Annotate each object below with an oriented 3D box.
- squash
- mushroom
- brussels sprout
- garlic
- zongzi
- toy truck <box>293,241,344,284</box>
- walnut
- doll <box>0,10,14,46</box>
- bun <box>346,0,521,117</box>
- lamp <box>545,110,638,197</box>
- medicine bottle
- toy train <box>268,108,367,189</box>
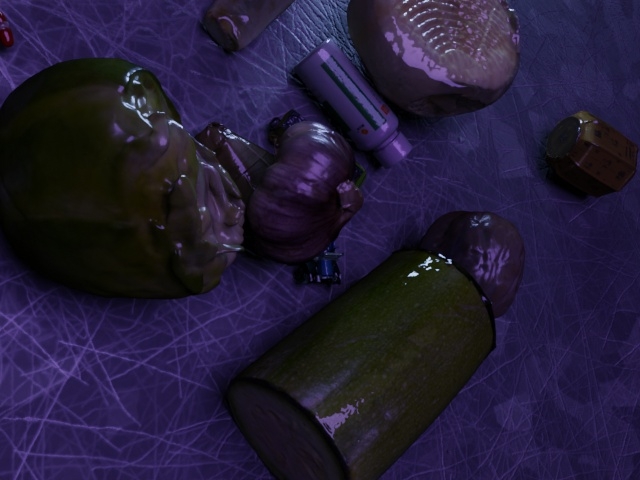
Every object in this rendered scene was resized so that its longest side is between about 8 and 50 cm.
[{"bbox_3d":[0.079,0.211,1.277,0.384,0.263,0.263,-37,97,-34],"label":"squash"},{"bbox_3d":[-0.094,-0.464,1.461,0.100,0.081,0.312,43,63,-11],"label":"mushroom"},{"bbox_3d":[-0.282,-0.076,1.114,0.371,0.315,0.276,48,31,-38],"label":"brussels sprout"},{"bbox_3d":[-0.013,-0.068,1.267,0.160,0.245,0.245,19,64,8],"label":"garlic"},{"bbox_3d":[-0.118,-0.147,1.364,0.176,0.078,0.160,-38,98,-43],"label":"zongzi"},{"bbox_3d":[0.000,0.001,1.391,0.080,0.078,0.154,2,75,-32],"label":"toy truck"},{"bbox_3d":[0.268,0.047,1.465,0.224,0.224,0.224,9,73,-30],"label":"walnut"},{"bbox_3d":[-0.526,-0.356,1.166,0.142,0.076,0.245,0,81,-33],"label":"doll"},{"bbox_3d":[0.203,-0.391,1.548,0.364,0.202,0.364,11,68,-29],"label":"bun"},{"bbox_3d":[0.602,-0.190,1.770,0.185,0.161,0.161,27,64,-23],"label":"lamp"},{"bbox_3d":[0.066,-0.252,1.489,0.260,0.095,0.095,49,58,-10],"label":"medicine bottle"},{"bbox_3d":[-0.005,-0.154,1.427,0.202,0.081,0.060,40,61,-16],"label":"toy train"}]
